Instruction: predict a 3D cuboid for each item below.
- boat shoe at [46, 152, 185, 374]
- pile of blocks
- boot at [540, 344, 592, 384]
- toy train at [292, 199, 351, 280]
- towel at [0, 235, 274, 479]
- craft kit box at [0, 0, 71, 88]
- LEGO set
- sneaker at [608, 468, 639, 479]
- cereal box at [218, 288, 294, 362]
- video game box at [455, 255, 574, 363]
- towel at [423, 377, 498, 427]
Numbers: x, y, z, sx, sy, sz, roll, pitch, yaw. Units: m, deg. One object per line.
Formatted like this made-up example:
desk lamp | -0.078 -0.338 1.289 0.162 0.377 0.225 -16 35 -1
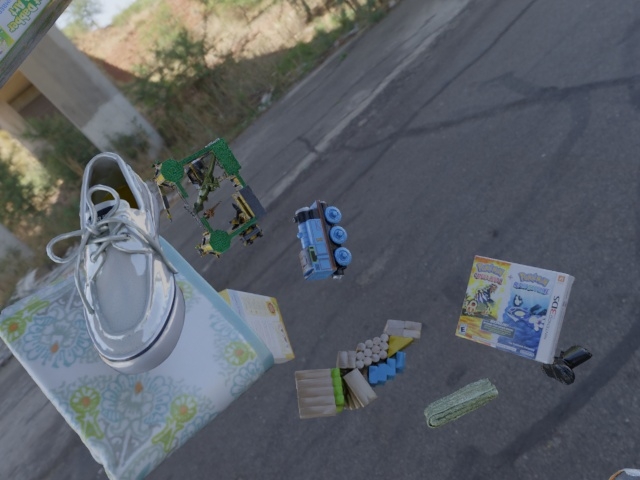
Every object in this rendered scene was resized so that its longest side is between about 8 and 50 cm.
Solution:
boat shoe | -0.277 -0.003 0.737 0.136 0.156 0.367 -20 47 0
pile of blocks | 0.099 0.323 1.315 0.362 0.112 0.149 -27 64 -16
boot | 0.562 0.276 1.226 0.099 0.045 0.121 -25 -1 -6
toy train | 0.000 0.000 1.208 0.080 0.105 0.184 -40 59 57
towel | -0.314 0.177 0.945 0.321 0.374 0.090 -37 -20 -33
craft kit box | -0.495 -0.376 0.925 0.247 0.061 0.249 13 68 58
LEGO set | -0.315 -0.113 1.522 0.255 0.331 0.192 -47 16 -27
sneaker | 0.404 0.392 0.690 0.084 0.214 0.083 -1 12 31
cereal box | -0.158 0.215 1.337 0.047 0.240 0.172 -26 69 18
video game box | 0.408 0.142 1.164 0.205 0.048 0.187 12 85 39
towel | 0.270 0.313 1.063 0.148 0.027 0.110 -28 -7 4
